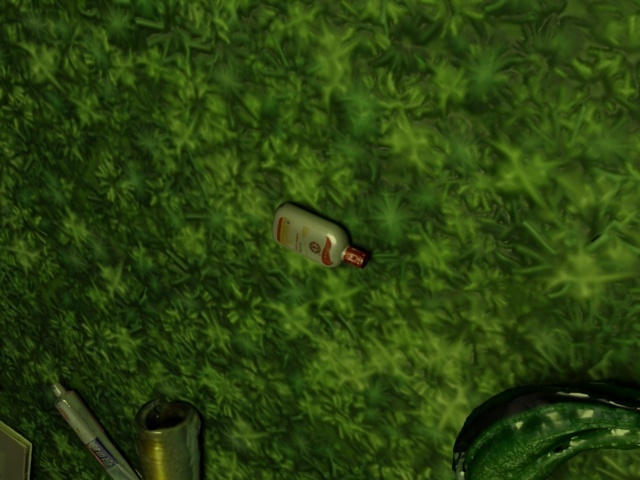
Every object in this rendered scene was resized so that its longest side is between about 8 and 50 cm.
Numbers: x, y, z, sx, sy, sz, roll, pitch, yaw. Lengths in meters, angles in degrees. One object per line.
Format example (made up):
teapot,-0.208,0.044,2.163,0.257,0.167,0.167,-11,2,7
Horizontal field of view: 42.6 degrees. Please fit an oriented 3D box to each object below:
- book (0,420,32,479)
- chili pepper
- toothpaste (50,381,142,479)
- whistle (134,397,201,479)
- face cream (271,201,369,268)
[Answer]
book,-0.458,0.326,1.154,0.127,0.014,0.181,26,118,23
chili pepper,0.164,0.158,0.598,0.122,0.065,0.279,52,129,3
toothpaste,-0.265,0.238,0.977,0.045,0.028,0.170,-30,99,35
whistle,-0.166,0.314,0.930,0.068,0.057,0.326,20,126,25
face cream,0.000,0.000,0.651,0.083,0.021,0.040,24,128,22
